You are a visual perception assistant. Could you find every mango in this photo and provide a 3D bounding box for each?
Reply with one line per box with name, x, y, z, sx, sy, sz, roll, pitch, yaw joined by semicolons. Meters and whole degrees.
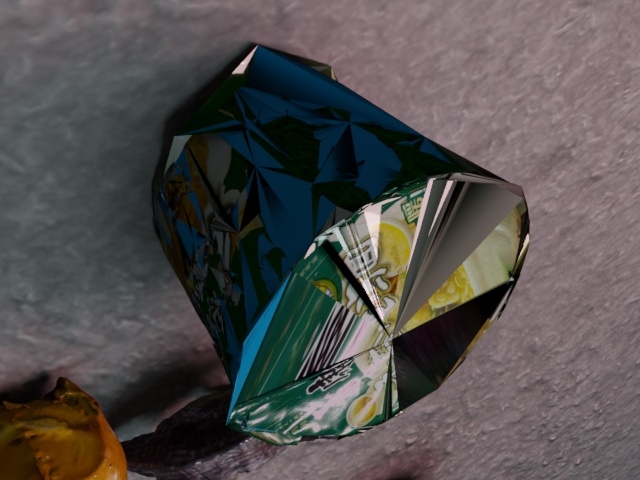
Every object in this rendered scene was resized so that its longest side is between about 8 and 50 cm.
mango;-0.241;0.226;0.687;0.154;0.126;0.252;21;112;-39

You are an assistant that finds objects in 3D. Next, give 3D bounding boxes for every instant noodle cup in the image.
instant noodle cup;0.000;0.000;0.638;0.240;0.178;0.240;-25;140;-23

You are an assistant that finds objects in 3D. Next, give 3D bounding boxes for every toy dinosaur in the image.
toy dinosaur;-0.065;0.156;0.768;0.294;0.077;0.162;-25;172;16
